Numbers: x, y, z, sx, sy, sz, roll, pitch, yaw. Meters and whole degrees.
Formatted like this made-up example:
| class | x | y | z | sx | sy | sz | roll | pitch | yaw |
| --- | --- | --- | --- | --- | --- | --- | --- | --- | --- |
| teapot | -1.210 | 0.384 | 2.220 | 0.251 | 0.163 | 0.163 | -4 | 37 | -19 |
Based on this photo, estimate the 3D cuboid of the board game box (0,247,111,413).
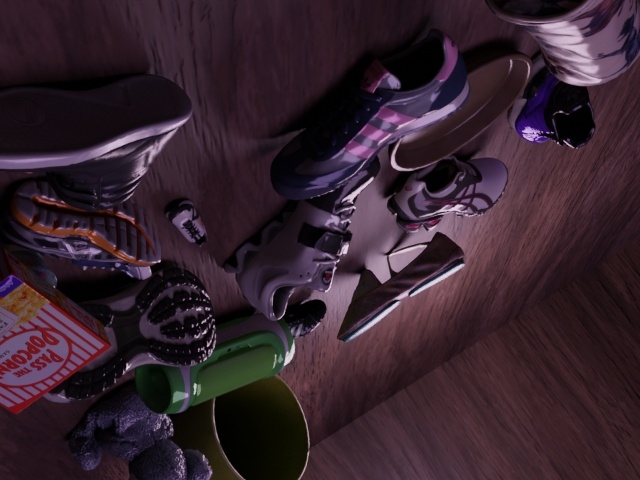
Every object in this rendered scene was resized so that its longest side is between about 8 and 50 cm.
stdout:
| class | x | y | z | sx | sy | sz | roll | pitch | yaw |
| --- | --- | --- | --- | --- | --- | --- | --- | --- | --- |
| board game box | -0.355 | 0.108 | 1.307 | 0.147 | 0.045 | 0.193 | -36 | 141 | 5 |

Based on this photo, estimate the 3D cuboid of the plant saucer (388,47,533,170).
| class | x | y | z | sx | sy | sz | roll | pitch | yaw |
| --- | --- | --- | --- | --- | --- | --- | --- | --- | --- |
| plant saucer | 0.217 | -0.213 | 1.831 | 0.278 | 0.041 | 0.278 | -32 | 161 | -12 |

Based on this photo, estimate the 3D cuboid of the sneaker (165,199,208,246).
| class | x | y | z | sx | sy | sz | roll | pitch | yaw |
| --- | --- | --- | --- | --- | --- | --- | --- | --- | --- |
| sneaker | -0.183 | -0.024 | 1.605 | 0.040 | 0.043 | 0.109 | -33 | 160 | 2 |

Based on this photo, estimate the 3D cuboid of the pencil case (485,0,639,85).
| class | x | y | z | sx | sy | sz | roll | pitch | yaw |
| --- | --- | --- | --- | --- | --- | --- | --- | --- | --- |
| pencil case | 0.341 | -0.327 | 1.576 | 0.159 | 0.184 | 0.410 | -67 | 157 | 5 |

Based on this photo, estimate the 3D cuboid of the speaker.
| class | x | y | z | sx | sy | sz | roll | pitch | yaw |
| --- | --- | --- | --- | --- | --- | --- | --- | --- | --- |
| speaker | -0.189 | 0.221 | 2.082 | 0.297 | 0.131 | 0.131 | -16 | 154 | -44 |

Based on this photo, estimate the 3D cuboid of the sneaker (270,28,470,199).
| class | x | y | z | sx | sy | sz | roll | pitch | yaw |
| --- | --- | --- | --- | --- | --- | --- | --- | --- | --- |
| sneaker | 0.056 | -0.182 | 1.565 | 0.319 | 0.112 | 0.131 | -35 | 145 | -8 |

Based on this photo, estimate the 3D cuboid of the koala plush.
| class | x | y | z | sx | sy | sz | roll | pitch | yaw |
| --- | --- | --- | --- | --- | --- | --- | --- | --- | --- |
| koala plush | -0.323 | 0.393 | 2.125 | 0.196 | 0.221 | 0.203 | -18 | 156 | -40 |

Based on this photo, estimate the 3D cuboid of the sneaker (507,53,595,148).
| class | x | y | z | sx | sy | sz | roll | pitch | yaw |
| --- | --- | --- | --- | --- | --- | --- | --- | --- | --- |
| sneaker | 0.414 | -0.212 | 2.004 | 0.102 | 0.146 | 0.293 | -34 | 162 | -3 |

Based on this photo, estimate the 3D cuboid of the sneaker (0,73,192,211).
| class | x | y | z | sx | sy | sz | roll | pitch | yaw |
| --- | --- | --- | --- | --- | --- | --- | --- | --- | --- |
| sneaker | -0.271 | -0.083 | 1.196 | 0.296 | 0.104 | 0.147 | -20 | 152 | -49 |

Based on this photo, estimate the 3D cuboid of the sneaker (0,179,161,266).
| class | x | y | z | sx | sy | sz | roll | pitch | yaw |
| --- | --- | --- | --- | --- | --- | --- | --- | --- | --- |
| sneaker | -0.285 | -0.010 | 1.364 | 0.215 | 0.084 | 0.083 | 21 | 136 | -38 |

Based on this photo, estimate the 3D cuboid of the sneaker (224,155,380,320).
| class | x | y | z | sx | sy | sz | roll | pitch | yaw |
| --- | --- | --- | --- | --- | --- | --- | --- | --- | --- |
| sneaker | 0.000 | 0.000 | 1.828 | 0.330 | 0.146 | 0.122 | -45 | 158 | 26 |

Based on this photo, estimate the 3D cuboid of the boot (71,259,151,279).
| class | x | y | z | sx | sy | sz | roll | pitch | yaw |
| --- | --- | --- | --- | --- | --- | --- | --- | --- | --- |
| boot | -0.283 | 0.010 | 1.495 | 0.086 | 0.069 | 0.190 | -27 | 152 | -8 |

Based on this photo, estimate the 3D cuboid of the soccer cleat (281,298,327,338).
| class | x | y | z | sx | sy | sz | roll | pitch | yaw |
| --- | --- | --- | --- | --- | --- | --- | --- | --- | --- |
| soccer cleat | -0.065 | 0.165 | 2.271 | 0.179 | 0.060 | 0.072 | -30 | 149 | -13 |

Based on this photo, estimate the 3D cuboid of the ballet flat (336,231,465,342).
| class | x | y | z | sx | sy | sz | roll | pitch | yaw |
| --- | --- | --- | --- | --- | --- | --- | --- | --- | --- |
| ballet flat | 0.148 | 0.088 | 2.364 | 0.316 | 0.106 | 0.107 | -33 | 169 | -3 |

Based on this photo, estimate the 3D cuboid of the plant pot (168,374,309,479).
| class | x | y | z | sx | sy | sz | roll | pitch | yaw |
| --- | --- | --- | --- | --- | --- | --- | --- | --- | --- |
| plant pot | -0.224 | 0.430 | 2.399 | 0.294 | 0.274 | 0.275 | -27 | 170 | 36 |

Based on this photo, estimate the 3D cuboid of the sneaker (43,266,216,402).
| class | x | y | z | sx | sy | sz | roll | pitch | yaw |
| --- | --- | --- | --- | --- | --- | --- | --- | --- | --- |
| sneaker | -0.320 | 0.136 | 1.702 | 0.182 | 0.158 | 0.410 | -9 | -179 | 35 |

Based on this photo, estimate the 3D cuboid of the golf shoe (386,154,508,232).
| class | x | y | z | sx | sy | sz | roll | pitch | yaw |
| --- | --- | --- | --- | --- | --- | --- | --- | --- | --- |
| golf shoe | 0.250 | -0.102 | 2.076 | 0.273 | 0.105 | 0.120 | -24 | 152 | -31 |

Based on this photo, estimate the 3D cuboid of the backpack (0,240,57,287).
| class | x | y | z | sx | sy | sz | roll | pitch | yaw |
| --- | --- | --- | --- | --- | --- | --- | --- | --- | --- |
| backpack | -0.396 | 0.079 | 1.379 | 0.182 | 0.115 | 0.152 | -45 | 157 | 19 |
